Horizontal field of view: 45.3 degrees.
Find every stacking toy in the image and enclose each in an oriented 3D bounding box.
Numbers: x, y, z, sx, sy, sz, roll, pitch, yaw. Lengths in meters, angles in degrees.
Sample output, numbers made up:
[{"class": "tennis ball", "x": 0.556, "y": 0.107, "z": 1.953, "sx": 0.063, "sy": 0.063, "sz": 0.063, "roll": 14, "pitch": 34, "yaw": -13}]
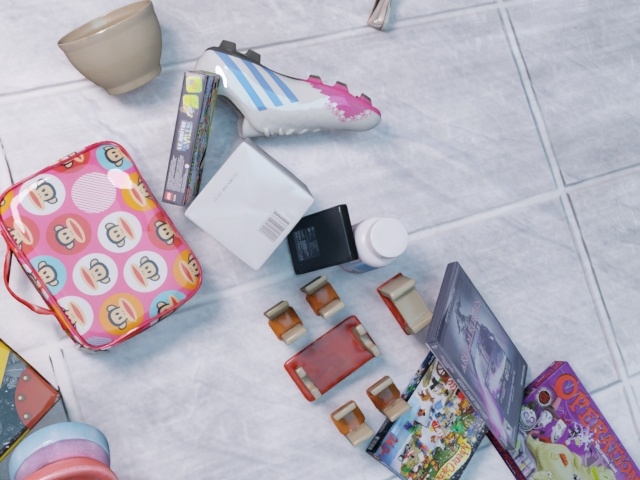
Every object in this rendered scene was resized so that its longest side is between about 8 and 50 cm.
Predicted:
[{"class": "stacking toy", "x": -0.365, "y": 0.395, "z": 1.058, "sx": 0.280, "sy": 0.130, "sz": 0.308, "roll": -33, "pitch": 131, "yaw": -8}]

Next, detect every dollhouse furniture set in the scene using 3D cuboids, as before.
[{"class": "dollhouse furniture set", "x": 0.063, "y": 0.170, "z": 1.308, "sx": 0.259, "sy": 0.135, "sz": 0.262, "roll": -34, "pitch": 93, "yaw": -9}]

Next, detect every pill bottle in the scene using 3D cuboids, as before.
[{"class": "pill bottle", "x": 0.086, "y": 0.006, "z": 1.303, "sx": 0.087, "sy": 0.160, "sz": 0.087, "roll": 3, "pitch": 81, "yaw": -19}]

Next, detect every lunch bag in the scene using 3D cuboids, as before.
[{"class": "lunch bag", "x": -0.352, "y": 0.020, "z": 1.175, "sx": 0.258, "sy": 0.120, "sz": 0.293, "roll": -32, "pitch": 93, "yaw": -20}]

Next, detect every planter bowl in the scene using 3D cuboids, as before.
[{"class": "planter bowl", "x": -0.321, "y": -0.302, "z": 1.230, "sx": 0.162, "sy": 0.162, "sz": 0.109, "roll": -36, "pitch": 121, "yaw": -20}]

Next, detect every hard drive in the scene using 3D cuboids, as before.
[{"class": "hard drive", "x": 0.000, "y": 0.000, "z": 1.291, "sx": 0.022, "sy": 0.135, "sz": 0.094, "roll": -7, "pitch": 83, "yaw": -46}]

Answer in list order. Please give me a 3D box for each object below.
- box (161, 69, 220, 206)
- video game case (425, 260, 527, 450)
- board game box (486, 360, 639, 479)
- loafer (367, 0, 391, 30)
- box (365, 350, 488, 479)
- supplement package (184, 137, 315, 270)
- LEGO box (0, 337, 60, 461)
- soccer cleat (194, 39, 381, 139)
[{"class": "box", "x": -0.204, "y": -0.164, "z": 1.215, "sx": 0.036, "sy": 0.114, "sz": 0.206, "roll": 13, "pitch": 104, "yaw": 0}, {"class": "video game case", "x": 0.276, "y": 0.197, "z": 1.319, "sx": 0.274, "sy": 0.026, "sz": 0.196, "roll": 53, "pitch": 38, "yaw": -24}, {"class": "board game box", "x": 0.474, "y": 0.425, "z": 1.429, "sx": 0.208, "sy": 0.056, "sz": 0.346, "roll": -36, "pitch": 94, "yaw": -24}, {"class": "loafer", "x": 0.117, "y": -0.461, "z": 1.451, "sx": 0.039, "sy": 0.045, "sz": 0.125, "roll": 12, "pitch": 81, "yaw": -10}, {"class": "box", "x": 0.208, "y": 0.323, "z": 1.355, "sx": 0.159, "sy": 0.044, "sz": 0.233, "roll": 39, "pitch": 72, "yaw": -9}, {"class": "supplement package", "x": -0.106, "y": -0.066, "z": 1.190, "sx": 0.134, "sy": 0.244, "sz": 0.139, "roll": 39, "pitch": 95, "yaw": -9}, {"class": "LEGO box", "x": -0.655, "y": 0.266, "z": 0.995, "sx": 0.372, "sy": 0.193, "sz": 0.500, "roll": 44, "pitch": 71, "yaw": -8}, {"class": "soccer cleat", "x": -0.063, "y": -0.225, "z": 1.326, "sx": 0.332, "sy": 0.116, "sz": 0.143, "roll": 18, "pitch": 88, "yaw": -11}]
